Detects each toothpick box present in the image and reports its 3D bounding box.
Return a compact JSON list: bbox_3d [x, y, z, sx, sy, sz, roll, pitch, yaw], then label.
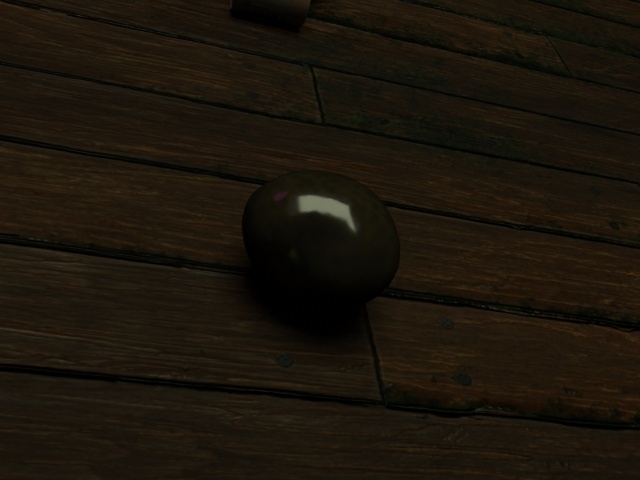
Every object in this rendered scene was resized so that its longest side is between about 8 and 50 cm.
[{"bbox_3d":[-0.100,-0.495,1.688,0.149,0.098,0.098,10,40,-15],"label":"toothpick box"}]

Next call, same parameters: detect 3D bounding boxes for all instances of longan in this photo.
[{"bbox_3d":[0.000,0.000,1.101,0.212,0.198,0.198,15,39,-1],"label":"longan"}]
